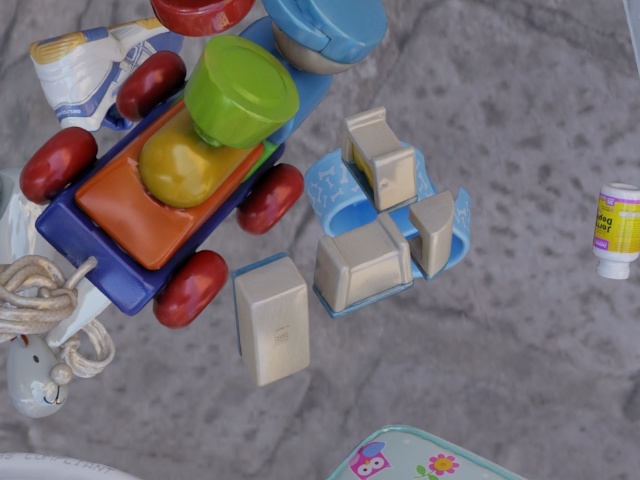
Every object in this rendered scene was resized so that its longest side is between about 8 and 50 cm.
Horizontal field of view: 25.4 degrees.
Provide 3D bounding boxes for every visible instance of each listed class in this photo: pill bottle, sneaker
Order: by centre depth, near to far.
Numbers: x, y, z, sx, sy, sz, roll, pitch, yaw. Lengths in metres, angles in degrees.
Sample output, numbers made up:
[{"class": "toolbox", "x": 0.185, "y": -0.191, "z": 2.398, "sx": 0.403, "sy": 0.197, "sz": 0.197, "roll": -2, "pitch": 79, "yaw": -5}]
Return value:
[{"class": "pill bottle", "x": 0.272, "y": -0.009, "z": 1.294, "sx": 0.043, "sy": 0.043, "sz": 0.083, "roll": 4, "pitch": 103, "yaw": -6}, {"class": "sneaker", "x": -0.257, "y": -0.203, "z": 1.765, "sx": 0.111, "sy": 0.296, "sz": 0.131, "roll": -9, "pitch": 101, "yaw": 27}]

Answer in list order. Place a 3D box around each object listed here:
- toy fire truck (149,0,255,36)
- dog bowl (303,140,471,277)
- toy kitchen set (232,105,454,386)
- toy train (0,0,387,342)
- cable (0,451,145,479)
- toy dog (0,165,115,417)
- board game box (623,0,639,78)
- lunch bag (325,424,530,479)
[{"class": "toy fire truck", "x": -0.113, "y": -0.350, "z": 1.290, "sx": 0.254, "sy": 0.302, "sz": 0.169, "roll": -44, "pitch": 148, "yaw": -19}, {"class": "dog bowl", "x": 0.098, "y": -0.033, "z": 1.893, "sx": 0.165, "sy": 0.074, "sz": 0.297, "roll": -23, "pitch": 148, "yaw": 23}, {"class": "toy kitchen set", "x": 0.000, "y": 0.000, "z": 1.265, "sx": 0.207, "sy": 0.166, "sz": 0.122, "roll": -21, "pitch": 143, "yaw": -17}, {"class": "toy train", "x": -0.064, "y": -0.031, "z": 0.620, "sx": 0.105, "sy": 0.248, "sz": 0.143, "roll": 43, "pitch": 130, "yaw": -4}, {"class": "cable", "x": -0.098, "y": 0.189, "z": 0.387, "sx": 0.257, "sy": 0.257, "sz": 0.089, "roll": -52, "pitch": 144, "yaw": -8}, {"class": "toy dog", "x": -0.342, "y": 0.032, "z": 1.755, "sx": 0.161, "sy": 0.220, "sz": 0.334, "roll": -25, "pitch": 92, "yaw": 35}, {"class": "board game box", "x": 0.542, "y": -0.377, "z": 1.801, "sx": 0.050, "sy": 0.390, "sz": 0.390, "roll": 26, "pitch": 128, "yaw": -19}, {"class": "lunch bag", "x": 0.113, "y": 0.281, "z": 1.144, "sx": 0.279, "sy": 0.224, "sz": 0.108, "roll": 25, "pitch": 140, "yaw": 28}]
